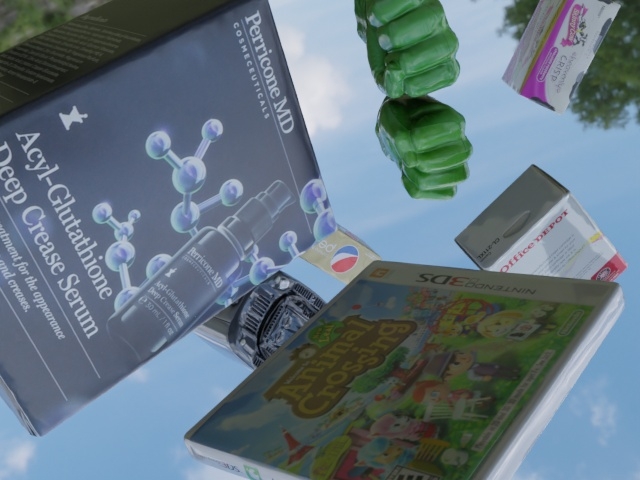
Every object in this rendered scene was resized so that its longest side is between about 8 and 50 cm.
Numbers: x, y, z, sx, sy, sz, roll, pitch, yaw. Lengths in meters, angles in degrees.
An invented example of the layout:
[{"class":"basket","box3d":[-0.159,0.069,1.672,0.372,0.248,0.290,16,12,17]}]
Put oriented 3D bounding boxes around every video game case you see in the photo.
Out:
[{"class":"video game case","box3d":[0.052,0.079,0.507,0.193,0.023,0.212,4,-147,42]}]

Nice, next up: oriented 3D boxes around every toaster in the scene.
[{"class":"toaster","box3d":[-0.068,0.117,1.118,0.146,0.227,0.129,14,-109,49]}]

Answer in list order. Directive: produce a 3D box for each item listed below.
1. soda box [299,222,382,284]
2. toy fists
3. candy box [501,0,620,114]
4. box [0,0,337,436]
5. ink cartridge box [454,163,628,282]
[{"class":"soda box","box3d":[0.000,0.000,1.134,0.061,0.181,0.058,-52,-137,7]},{"class":"toy fists","box3d":[0.108,-0.174,0.974,0.096,0.279,0.142,-21,-147,-13]},{"class":"candy box","box3d":[0.335,-0.279,1.196,0.233,0.071,0.159,-72,-174,-74]},{"class":"box","box3d":[-0.221,-0.056,0.863,0.395,0.294,0.212,-35,-144,-25]},{"class":"ink cartridge box","box3d":[0.256,0.014,0.961,0.127,0.175,0.072,-44,-140,8]}]
